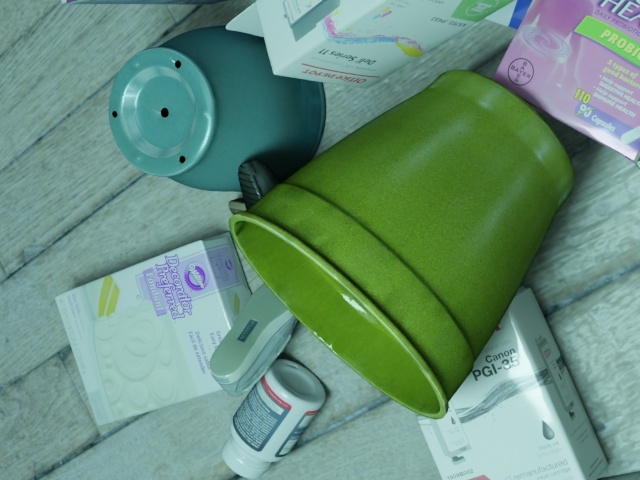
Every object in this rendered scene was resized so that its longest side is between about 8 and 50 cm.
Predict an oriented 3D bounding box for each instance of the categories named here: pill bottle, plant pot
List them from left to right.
[{"bbox_3d":[-0.170,-0.197,1.627,0.271,0.255,0.272,4,98,27],"label":"plant pot"},{"bbox_3d":[-0.081,0.288,1.733,0.108,0.108,0.180,41,113,17],"label":"pill bottle"},{"bbox_3d":[0.134,-0.022,1.419,0.366,0.366,0.353,40,75,17],"label":"plant pot"}]

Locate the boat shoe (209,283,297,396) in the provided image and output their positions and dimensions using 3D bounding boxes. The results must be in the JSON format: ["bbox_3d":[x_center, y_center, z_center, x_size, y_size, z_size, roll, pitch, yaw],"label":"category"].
[{"bbox_3d":[-0.087,0.145,1.691,0.079,0.227,0.081,20,148,32],"label":"boat shoe"}]

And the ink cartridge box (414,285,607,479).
[{"bbox_3d":[0.248,0.235,1.548,0.207,0.117,0.283,-25,85,28],"label":"ink cartridge box"}]

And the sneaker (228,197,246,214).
[{"bbox_3d":[-0.065,-0.019,1.704,0.188,0.066,0.071,14,104,26],"label":"sneaker"}]

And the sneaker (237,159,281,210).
[{"bbox_3d":[0.000,0.000,1.609,0.146,0.122,0.331,-35,112,-9],"label":"sneaker"}]

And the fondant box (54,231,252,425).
[{"bbox_3d":[-0.264,0.151,1.817,0.330,0.096,0.238,-20,88,27],"label":"fondant box"}]

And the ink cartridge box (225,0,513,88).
[{"bbox_3d":[0.060,-0.309,1.481,0.353,0.207,0.119,-26,73,40],"label":"ink cartridge box"}]

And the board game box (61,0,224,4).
[{"bbox_3d":[-0.145,-0.391,1.528,0.318,0.318,0.066,-4,97,35],"label":"board game box"}]

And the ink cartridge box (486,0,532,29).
[{"bbox_3d":[0.271,-0.342,1.494,0.207,0.046,0.097,25,109,22],"label":"ink cartridge box"}]

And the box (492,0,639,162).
[{"bbox_3d":[0.373,-0.256,1.361,0.213,0.117,0.243,34,112,19],"label":"box"}]

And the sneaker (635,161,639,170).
[{"bbox_3d":[0.468,-0.082,1.422,0.135,0.058,0.052,36,112,19],"label":"sneaker"}]

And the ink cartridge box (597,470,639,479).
[{"bbox_3d":[0.412,0.415,1.503,0.219,0.092,0.160,-20,87,28],"label":"ink cartridge box"}]
